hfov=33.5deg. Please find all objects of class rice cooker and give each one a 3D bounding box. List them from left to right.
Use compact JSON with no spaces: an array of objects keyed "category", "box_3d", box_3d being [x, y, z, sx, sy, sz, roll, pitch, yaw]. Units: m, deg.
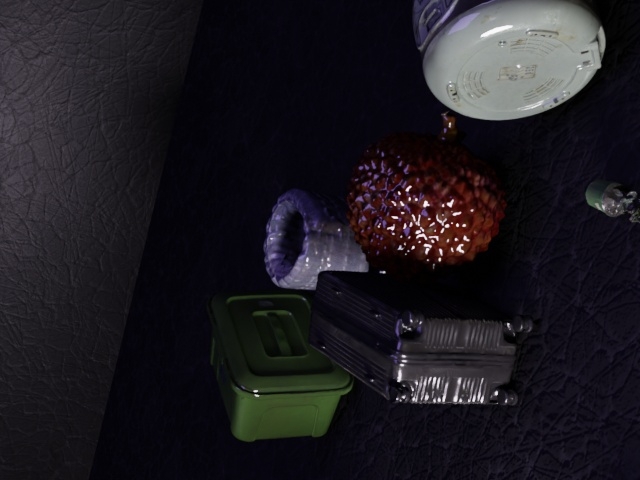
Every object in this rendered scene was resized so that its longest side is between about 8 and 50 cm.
[{"category":"rice cooker","box_3d":[0.274,-0.353,1.596,0.288,0.288,0.277,-44,43,50]}]

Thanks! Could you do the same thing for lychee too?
[{"category":"lychee","box_3d":[0.172,-0.069,1.722,0.264,0.264,0.300,-121,43,-54]}]

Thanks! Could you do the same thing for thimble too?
[{"category":"thimble","box_3d":[0.000,0.000,2.153,0.236,0.172,0.205,165,110,-65]}]

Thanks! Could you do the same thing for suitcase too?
[{"category":"suitcase","box_3d":[0.147,0.146,1.718,0.335,0.229,0.152,27,109,62]}]

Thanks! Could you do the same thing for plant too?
[{"category":"plant","box_3d":[0.411,-0.054,1.460,0.102,0.051,0.051,33,111,58]}]

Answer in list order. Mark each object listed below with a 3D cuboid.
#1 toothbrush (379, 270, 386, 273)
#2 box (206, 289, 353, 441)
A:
[{"category":"toothbrush","box_3d":[0.113,0.083,2.057,0.026,0.022,0.263,-110,36,-69]},{"category":"box","box_3d":[-0.096,0.256,2.188,0.329,0.252,0.178,-114,28,-50]}]
